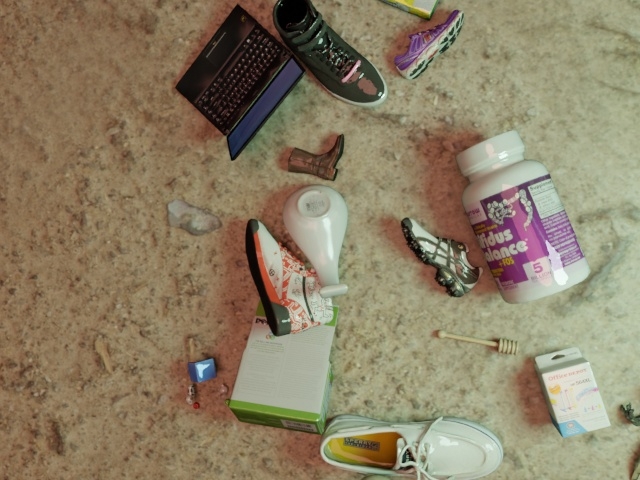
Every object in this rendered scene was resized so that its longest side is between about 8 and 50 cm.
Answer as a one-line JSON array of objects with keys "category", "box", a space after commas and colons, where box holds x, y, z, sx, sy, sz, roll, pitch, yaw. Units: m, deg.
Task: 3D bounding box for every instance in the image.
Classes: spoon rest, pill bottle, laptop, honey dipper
[{"category": "spoon rest", "box": [0.000, 0.000, 1.194, 0.137, 0.084, 0.276, -10, 58, -3]}, {"category": "pill bottle", "box": [0.370, -0.046, 1.107, 0.169, 0.169, 0.302, -23, 86, 10]}, {"category": "laptop", "box": [-0.176, -0.333, 1.215, 0.264, 0.136, 0.234, 44, 104, 8]}, {"category": "honey dipper", "box": [0.317, 0.206, 1.191, 0.160, 0.030, 0.030, 8, 92, 13]}]

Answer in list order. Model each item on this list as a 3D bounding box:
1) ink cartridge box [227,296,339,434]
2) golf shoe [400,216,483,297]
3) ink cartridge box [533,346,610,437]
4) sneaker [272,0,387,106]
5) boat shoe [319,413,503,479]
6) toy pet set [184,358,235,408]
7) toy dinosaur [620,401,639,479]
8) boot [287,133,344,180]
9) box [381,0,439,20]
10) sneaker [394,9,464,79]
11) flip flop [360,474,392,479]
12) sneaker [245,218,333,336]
[{"category": "ink cartridge box", "box": [-0.064, 0.258, 1.239, 0.188, 0.097, 0.255, 6, 57, 11]}, {"category": "golf shoe", "box": [0.245, 0.019, 1.187, 0.094, 0.077, 0.198, -40, 90, -2]}, {"category": "ink cartridge box", "box": [0.478, 0.287, 1.128, 0.092, 0.090, 0.143, -19, 87, 10]}, {"category": "sneaker", "box": [0.010, -0.383, 1.186, 0.296, 0.147, 0.104, 42, 97, 8]}, {"category": "boat shoe", "box": [0.173, 0.418, 1.153, 0.367, 0.156, 0.136, 5, 91, 11]}, {"category": "toy pet set", "box": [-0.243, 0.316, 1.278, 0.122, 0.065, 0.114, -11, 88, 10]}, {"category": "toy dinosaur", "box": [0.654, 0.336, 1.112, 0.118, 0.064, 0.268, 40, 100, 2]}, {"category": "boot", "box": [-0.013, -0.187, 1.250, 0.114, 0.037, 0.106, 16, 91, 15]}, {"category": "box", "box": [0.166, -0.539, 1.210, 0.179, 0.043, 0.105, 26, 95, 7]}, {"category": "sneaker", "box": [0.219, -0.409, 1.189, 0.170, 0.068, 0.071, -42, 77, 9]}, {"category": "flip flop", "box": [0.093, 0.529, 1.162, 0.112, 0.080, 0.277, 10, 130, 1]}, {"category": "sneaker", "box": [-0.063, 0.068, 1.240, 0.145, 0.090, 0.270, -9, 60, -22]}]
